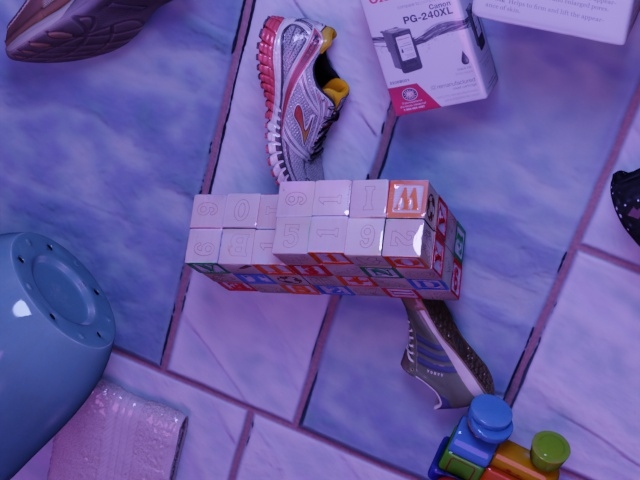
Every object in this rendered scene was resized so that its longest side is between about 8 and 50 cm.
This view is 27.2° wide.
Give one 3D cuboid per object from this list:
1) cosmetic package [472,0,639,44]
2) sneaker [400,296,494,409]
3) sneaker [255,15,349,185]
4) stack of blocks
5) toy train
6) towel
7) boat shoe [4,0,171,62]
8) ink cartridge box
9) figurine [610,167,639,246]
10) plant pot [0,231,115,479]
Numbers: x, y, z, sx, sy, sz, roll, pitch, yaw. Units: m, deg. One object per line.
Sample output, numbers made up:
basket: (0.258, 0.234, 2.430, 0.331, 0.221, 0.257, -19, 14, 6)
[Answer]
cosmetic package: (0.245, -0.308, 1.266, 0.151, 0.151, 0.183, 14, 121, 14)
sneaker: (0.128, 0.131, 1.607, 0.086, 0.064, 0.192, -26, 109, 26)
sneaker: (-0.014, -0.142, 1.499, 0.093, 0.088, 0.225, 2, 121, 14)
stack of blocks: (0.000, 0.000, 1.516, 0.297, 0.087, 0.171, 1, 162, 21)
toy train: (0.266, 0.287, 1.604, 0.248, 0.105, 0.143, 26, 135, 7)
towel: (-0.299, 0.324, 1.893, 0.187, 0.049, 0.282, 21, 123, 9)
boat shoe: (-0.252, -0.297, 1.502, 0.324, 0.123, 0.116, -23, 74, 39)
ink cartridge box: (0.115, -0.221, 1.418, 0.109, 0.063, 0.150, -9, 114, 25)
figurine: (0.447, -0.015, 1.396, 0.209, 0.092, 0.215, -24, 108, 26)
plant pot: (-0.406, 0.130, 1.695, 0.235, 0.293, 0.293, -37, 100, 16)
